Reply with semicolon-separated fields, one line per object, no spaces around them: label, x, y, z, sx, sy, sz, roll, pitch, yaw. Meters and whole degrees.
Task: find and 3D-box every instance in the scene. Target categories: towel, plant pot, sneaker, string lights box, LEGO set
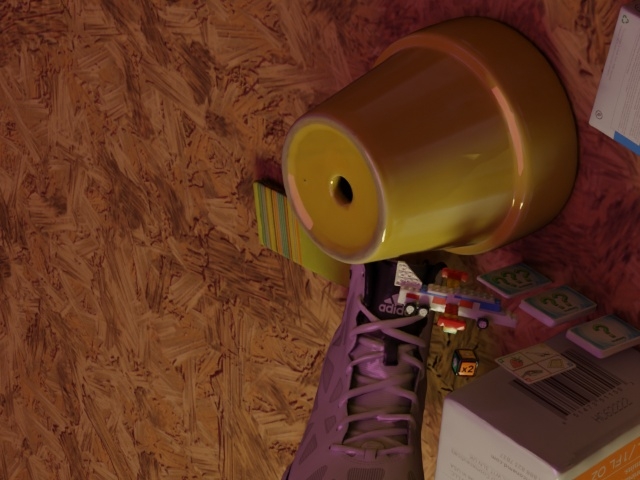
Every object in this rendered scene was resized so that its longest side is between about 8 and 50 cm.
towel;0.000;0.000;2.040;0.237;0.021;0.102;26;133;41
plant pot;0.100;-0.087;1.677;0.254;0.239;0.254;28;130;40
sneaker;0.049;0.160;1.776;0.169;0.447;0.257;6;116;1
string lights box;0.376;-0.107;1.448;0.260;0.077;0.133;39;136;33
LEGO set;0.195;0.071;1.639;0.182;0.244;0.060;35;125;38

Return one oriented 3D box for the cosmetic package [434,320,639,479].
cosmetic package;0.243;0.341;1.732;0.161;0.230;0.453;33;133;37
